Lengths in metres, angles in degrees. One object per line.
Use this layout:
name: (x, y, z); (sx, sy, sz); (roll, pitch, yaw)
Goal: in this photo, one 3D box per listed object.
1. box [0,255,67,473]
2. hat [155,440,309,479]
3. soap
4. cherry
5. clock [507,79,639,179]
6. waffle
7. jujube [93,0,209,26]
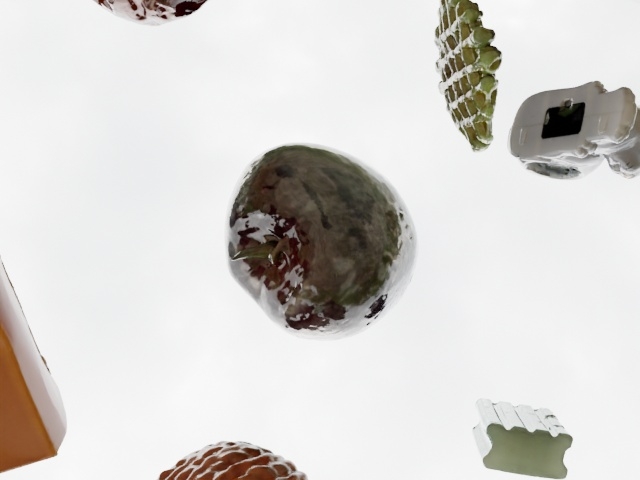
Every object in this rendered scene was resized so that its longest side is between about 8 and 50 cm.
box: (-0.465, 0.153, 1.081); (0.341, 0.225, 0.143); (-16, -153, -4)
hat: (-0.171, 0.440, 1.234); (0.285, 0.285, 0.400); (38, -128, 21)
soap: (0.283, 0.280, 1.477); (0.119, 0.198, 0.066); (9, -88, 4)
cherry: (0.000, 0.000, 1.311); (0.255, 0.218, 0.296); (54, -151, 18)
clock: (0.280, -0.102, 1.054); (0.117, 0.176, 0.080); (21, -102, -32)
waffle: (0.167, -0.202, 1.212); (0.036, 0.183, 0.169); (-12, -137, -9)
jujube: (-0.193, -0.353, 1.107); (0.213, 0.232, 0.213); (-21, -152, 12)
